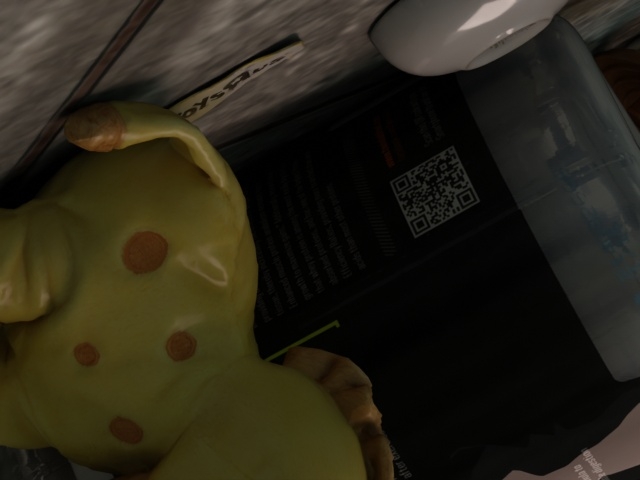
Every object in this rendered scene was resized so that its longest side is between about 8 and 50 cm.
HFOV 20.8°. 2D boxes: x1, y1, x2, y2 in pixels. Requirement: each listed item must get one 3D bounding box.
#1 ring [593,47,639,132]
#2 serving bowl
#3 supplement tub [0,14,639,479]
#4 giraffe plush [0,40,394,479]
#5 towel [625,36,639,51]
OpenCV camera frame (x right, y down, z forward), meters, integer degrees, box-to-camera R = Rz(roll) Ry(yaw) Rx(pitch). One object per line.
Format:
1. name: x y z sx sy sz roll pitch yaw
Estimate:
1. ring: 0.270 0.018 0.972 0.032 0.336 0.336 -46 174 -2
2. serving bowl: 0.060 -0.081 0.619 0.083 0.027 0.083 -29 174 -3
3. supplement tub: 0.006 0.067 0.755 0.338 0.207 0.207 -29 174 11
4. giraffe plush: -0.054 0.059 0.582 0.210 0.170 0.181 -31 173 20
5. towel: 0.298 -0.146 1.139 0.248 0.038 0.325 -29 175 6
